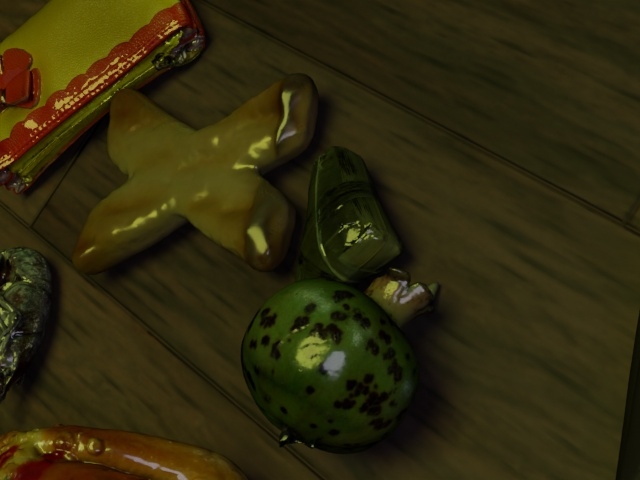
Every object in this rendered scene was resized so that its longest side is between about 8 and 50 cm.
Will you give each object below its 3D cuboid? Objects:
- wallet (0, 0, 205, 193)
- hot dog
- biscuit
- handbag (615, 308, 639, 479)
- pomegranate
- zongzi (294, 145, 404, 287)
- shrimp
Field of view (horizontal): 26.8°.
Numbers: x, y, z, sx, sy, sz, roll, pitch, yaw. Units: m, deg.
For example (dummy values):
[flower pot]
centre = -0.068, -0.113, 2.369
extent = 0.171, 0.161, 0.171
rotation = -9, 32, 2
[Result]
[wallet]
centre = -0.218, -0.158, 1.186
extent = 0.241, 0.067, 0.141
rotation = -37, 54, 16
[hot dog]
centre = -0.180, 0.211, 0.923
extent = 0.257, 0.153, 0.150
rotation = -16, 60, 30
[biscuit]
centre = -0.099, -0.049, 1.059
extent = 0.208, 0.047, 0.164
rotation = -1, 67, 36
[handbag]
centre = 0.242, 0.104, 0.648
extent = 0.285, 0.114, 0.257
rotation = 11, 82, 64
[pomegranate]
centre = 0.020, 0.069, 0.879
extent = 0.161, 0.122, 0.122
rotation = -42, 46, -18
[zongzi]
centre = 0.000, 0.000, 0.969
extent = 0.113, 0.052, 0.104
rotation = -46, 41, 26
[shrimp]
centre = -0.261, 0.079, 1.111
extent = 0.065, 0.056, 0.165
rotation = 2, 60, 21
